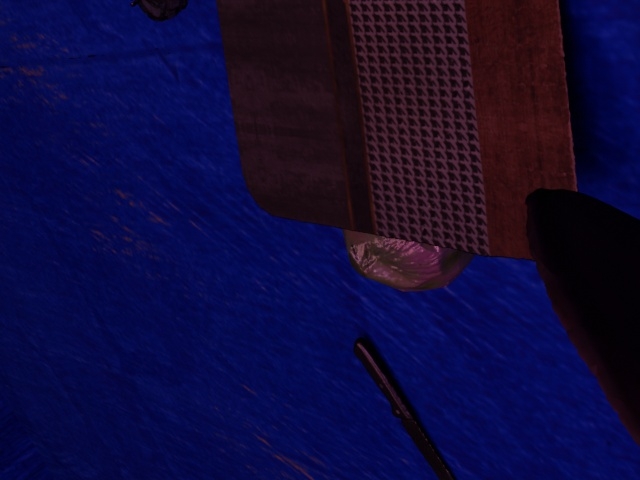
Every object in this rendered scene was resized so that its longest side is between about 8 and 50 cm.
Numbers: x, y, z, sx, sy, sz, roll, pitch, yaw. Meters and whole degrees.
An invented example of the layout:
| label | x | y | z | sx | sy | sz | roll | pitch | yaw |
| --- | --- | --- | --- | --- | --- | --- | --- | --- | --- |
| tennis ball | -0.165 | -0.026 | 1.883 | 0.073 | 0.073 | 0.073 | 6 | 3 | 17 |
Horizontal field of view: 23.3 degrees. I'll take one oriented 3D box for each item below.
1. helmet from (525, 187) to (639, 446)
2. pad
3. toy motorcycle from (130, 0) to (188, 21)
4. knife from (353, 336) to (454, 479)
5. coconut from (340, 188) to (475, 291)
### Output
| label | x | y | z | sx | sy | sz | roll | pitch | yaw |
| --- | --- | --- | --- | --- | --- | --- | --- | --- | --- |
| helmet | 0.215 | 0.105 | 0.466 | 0.338 | 0.197 | 0.271 | 66 | -166 | -9 |
| pad | 0.018 | 0.002 | 0.776 | 0.250 | 0.055 | 0.323 | 9 | 93 | 49 |
| toy motorcycle | -0.097 | -0.199 | 0.890 | 0.106 | 0.074 | 0.190 | 63 | 160 | 7 |
| knife | 0.070 | 0.140 | 1.111 | 0.170 | 0.010 | 0.023 | 57 | 158 | -10 |
| coconut | 0.047 | -0.010 | 0.844 | 0.082 | 0.081 | 0.083 | 8 | 133 | 55 |
